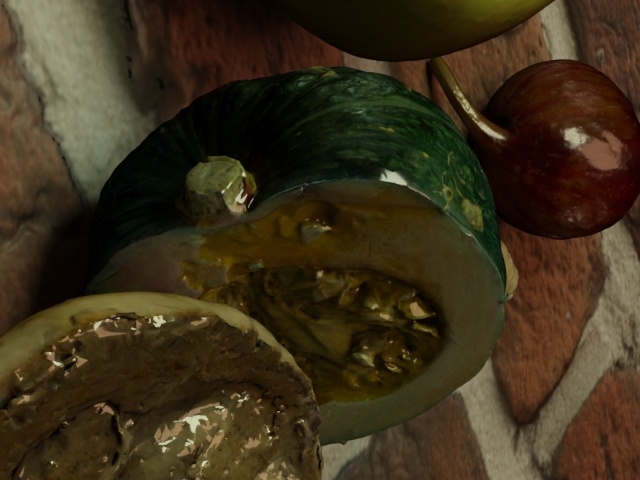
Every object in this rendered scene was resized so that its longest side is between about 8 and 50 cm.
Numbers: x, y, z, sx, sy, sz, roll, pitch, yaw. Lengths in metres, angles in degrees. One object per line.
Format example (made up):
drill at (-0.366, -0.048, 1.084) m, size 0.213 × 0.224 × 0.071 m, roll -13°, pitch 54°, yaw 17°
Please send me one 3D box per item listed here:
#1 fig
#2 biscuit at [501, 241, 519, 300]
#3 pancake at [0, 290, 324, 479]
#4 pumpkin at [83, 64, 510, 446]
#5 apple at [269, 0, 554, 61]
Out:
fig at (0.202, -0.087, 1.755) m, size 0.207 × 0.175 × 0.175 m, roll 3°, pitch 87°, yaw -41°
biscuit at (0.123, -0.022, 1.714) m, size 0.055 × 0.061 × 0.219 m, roll -34°, pitch 130°, yaw 2°
pancake at (-0.150, 0.205, 1.203) m, size 0.387 × 0.082 × 0.386 m, roll -19°, pitch 123°, yaw -33°
pumpkin at (-0.023, -0.008, 1.305) m, size 0.197 × 0.293 × 0.263 m, roll -94°, pitch 163°, yaw -44°
apple at (0.078, -0.302, 1.386) m, size 0.339 × 0.305 × 0.338 m, roll -9°, pitch 109°, yaw -27°
